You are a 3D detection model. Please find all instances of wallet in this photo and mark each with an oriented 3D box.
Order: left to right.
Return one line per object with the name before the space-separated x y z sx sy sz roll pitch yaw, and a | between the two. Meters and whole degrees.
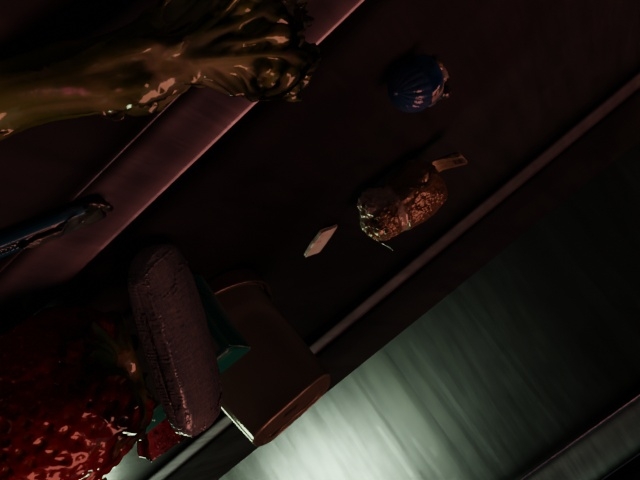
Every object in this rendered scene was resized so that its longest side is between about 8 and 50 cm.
wallet | 0.000 0.000 1.650 0.044 0.011 0.083 -22 159 -37

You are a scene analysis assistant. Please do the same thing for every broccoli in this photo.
broccoli | -0.155 -0.157 0.762 0.304 0.165 0.145 -20 -167 -7

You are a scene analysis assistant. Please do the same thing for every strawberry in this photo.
strawberry | -0.369 0.218 1.156 0.288 0.239 0.250 -23 159 1

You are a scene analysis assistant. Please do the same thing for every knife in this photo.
knife | -0.355 0.013 0.978 0.296 0.026 0.044 -27 172 -30

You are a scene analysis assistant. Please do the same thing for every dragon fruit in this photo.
dragon fruit | -0.266 0.298 1.721 0.261 0.163 0.189 -27 132 -38

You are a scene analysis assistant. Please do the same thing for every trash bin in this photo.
trash bin | -0.127 0.204 1.545 0.219 0.250 0.220 -40 163 -9

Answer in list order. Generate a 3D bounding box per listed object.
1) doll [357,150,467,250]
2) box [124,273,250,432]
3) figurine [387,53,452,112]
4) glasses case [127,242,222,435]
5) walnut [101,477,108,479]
doll | 0.160 -0.086 1.583 0.221 0.105 0.115 -42 122 -7
box | -0.252 0.182 1.401 0.245 0.153 0.092 -38 164 11
figurine | 0.140 -0.221 1.268 0.079 0.077 0.136 -5 -173 15
glasses case | -0.199 0.139 1.250 0.067 0.282 0.109 -6 -161 25
walnut | -0.502 0.488 1.640 0.225 0.225 0.261 -39 156 10
